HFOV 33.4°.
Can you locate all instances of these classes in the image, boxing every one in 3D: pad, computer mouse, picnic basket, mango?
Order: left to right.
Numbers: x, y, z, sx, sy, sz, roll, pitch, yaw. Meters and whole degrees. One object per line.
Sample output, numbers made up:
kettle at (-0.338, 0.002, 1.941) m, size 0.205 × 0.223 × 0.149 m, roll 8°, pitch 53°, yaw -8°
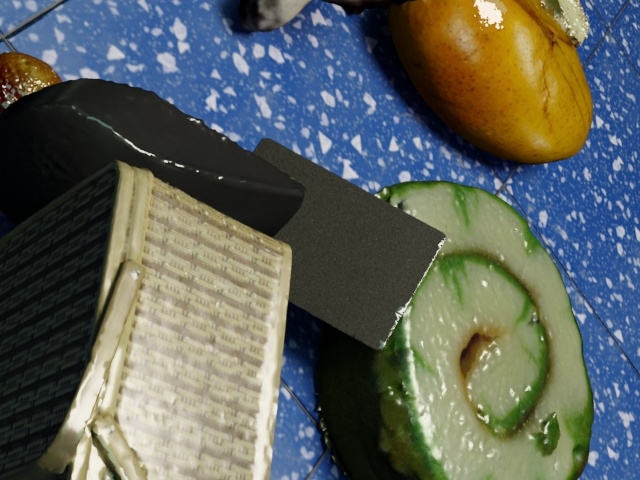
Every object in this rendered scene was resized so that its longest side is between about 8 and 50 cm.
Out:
picnic basket at (-0.164, 0.130, 0.774) m, size 0.175 × 0.228 × 0.312 m, roll 27°, pitch 54°, yaw -35°
computer mouse at (-0.151, -0.034, 0.897) m, size 0.295 × 0.168 × 0.087 m, roll 23°, pitch 50°, yaw -37°
pad at (0.000, 0.000, 1.045) m, size 0.211 × 0.003 × 0.143 m, roll 30°, pitch 70°, yaw 6°
mango at (0.223, -0.218, 1.348) m, size 0.199 × 0.201 × 0.350 m, roll -46°, pitch 121°, yaw -1°

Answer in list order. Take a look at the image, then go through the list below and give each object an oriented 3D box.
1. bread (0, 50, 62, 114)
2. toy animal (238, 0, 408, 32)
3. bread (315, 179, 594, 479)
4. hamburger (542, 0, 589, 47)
bread at (-0.258, -0.122, 0.924) m, size 0.085 × 0.053 × 0.085 m, roll 20°, pitch 59°, yaw -37°
toy animal at (0.044, -0.365, 1.216) m, size 0.194 × 0.303 × 0.344 m, roll 53°, pitch 20°, yaw -19°
bread at (0.140, 0.115, 1.141) m, size 0.382 × 0.129 × 0.366 m, roll 52°, pitch 46°, yaw -12°
hamburger at (0.246, -0.346, 1.449) m, size 0.262 × 0.131 × 0.124 m, roll 46°, pitch 67°, yaw -13°
